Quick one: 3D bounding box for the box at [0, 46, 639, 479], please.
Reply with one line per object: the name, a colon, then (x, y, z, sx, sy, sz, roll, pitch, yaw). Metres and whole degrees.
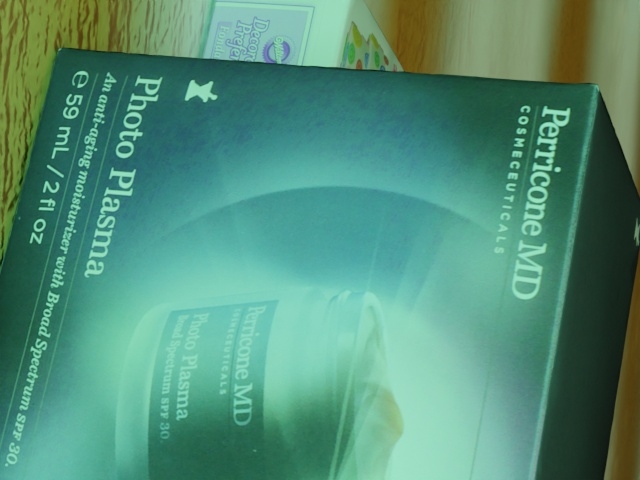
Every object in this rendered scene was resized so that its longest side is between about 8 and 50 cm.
box: (-0.007, 0.072, 0.959, 0.183, 0.294, 0.296, 52, 47, -65)

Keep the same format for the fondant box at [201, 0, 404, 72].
fondant box: (0.000, 0.000, 1.275, 0.330, 0.096, 0.238, 52, 47, -66)
